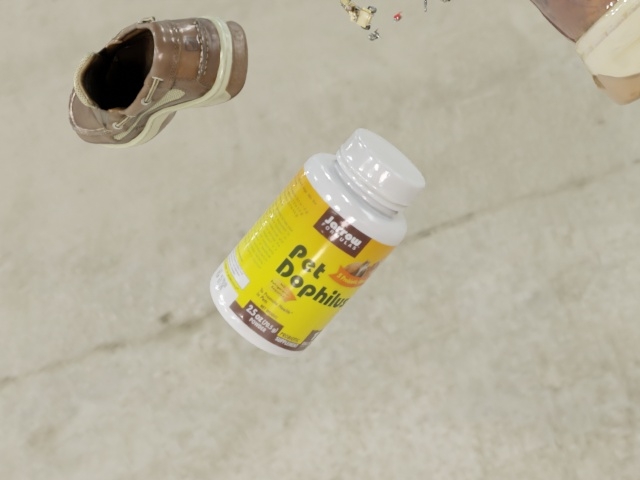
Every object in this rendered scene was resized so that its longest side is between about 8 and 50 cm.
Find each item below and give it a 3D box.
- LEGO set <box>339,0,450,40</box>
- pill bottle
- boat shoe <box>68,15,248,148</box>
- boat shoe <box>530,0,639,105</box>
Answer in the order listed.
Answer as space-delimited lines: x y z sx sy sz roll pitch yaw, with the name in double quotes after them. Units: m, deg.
0.044 -0.138 0.706 0.054 0.083 0.023 36 27 10 "LEGO set"
0.000 0.000 1.273 0.215 0.117 0.117 -50 35 18 "pill bottle"
-0.165 -0.139 1.131 0.095 0.095 0.257 0 -11 -35 "boat shoe"
0.191 -0.202 0.476 0.342 0.123 0.123 -47 -8 32 "boat shoe"
